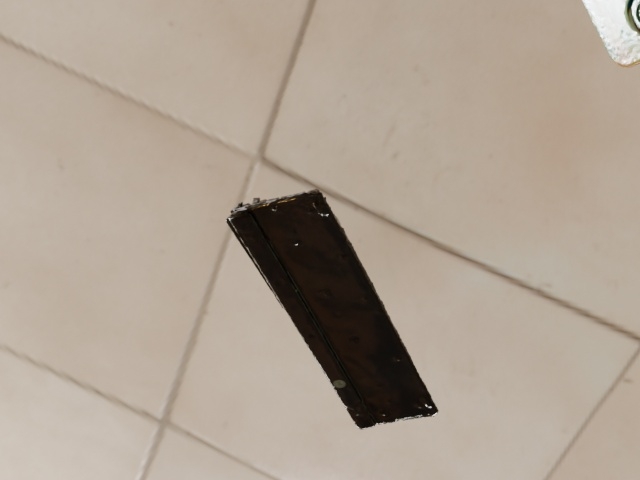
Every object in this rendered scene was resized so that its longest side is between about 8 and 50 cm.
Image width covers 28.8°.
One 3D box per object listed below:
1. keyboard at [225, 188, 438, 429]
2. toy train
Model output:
[{"bbox_3d":[0.015,0.053,0.892,0.072,0.023,0.231,-14,127,21],"label":"keyboard"},{"bbox_3d":[0.311,-0.258,1.245,0.099,0.072,0.188,-23,94,58],"label":"toy train"}]
